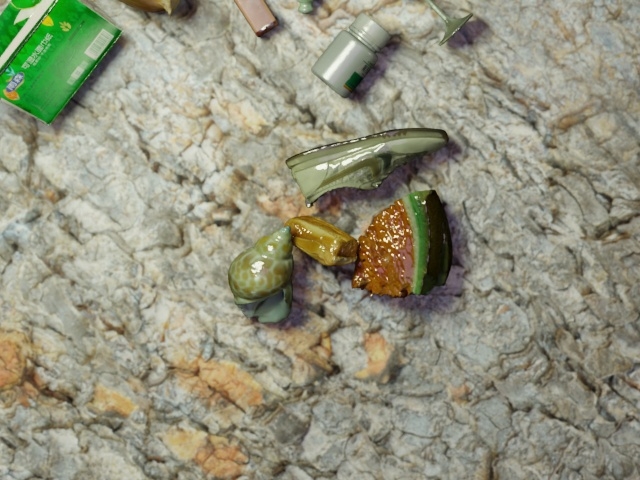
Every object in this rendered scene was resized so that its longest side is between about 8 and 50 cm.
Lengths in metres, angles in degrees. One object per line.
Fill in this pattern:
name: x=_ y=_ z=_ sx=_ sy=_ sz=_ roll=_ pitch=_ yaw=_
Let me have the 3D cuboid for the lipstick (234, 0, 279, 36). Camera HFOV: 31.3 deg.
lipstick: x=-0.126 y=-0.412 z=1.907 sx=0.045 sy=0.045 sz=0.145 roll=-32 pitch=97 yaw=7

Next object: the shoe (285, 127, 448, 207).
shoe: x=0.083 y=-0.131 z=1.919 sx=0.275 sy=0.103 sz=0.098 roll=-14 pitch=99 yaw=9

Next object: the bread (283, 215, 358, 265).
bread: x=0.000 y=0.000 z=1.923 sx=0.132 sy=0.074 sz=0.053 roll=28 pitch=112 yaw=33

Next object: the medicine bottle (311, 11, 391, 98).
medicine bottle: x=0.053 y=-0.309 z=1.901 sx=0.080 sy=0.080 sz=0.130 roll=40 pitch=97 yaw=-4

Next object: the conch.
conch: x=-0.099 y=0.065 z=1.938 sx=0.116 sy=0.106 sz=0.173 roll=9 pitch=137 yaw=27

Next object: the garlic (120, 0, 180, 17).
garlic: x=-0.341 y=-0.450 z=1.855 sx=0.267 sy=0.148 sz=0.128 roll=18 pitch=67 yaw=-2

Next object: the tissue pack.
tissue pack: x=-0.466 y=-0.331 z=1.882 sx=0.209 sy=0.148 sz=0.156 roll=-50 pitch=54 yaw=8

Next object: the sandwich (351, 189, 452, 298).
sandwich: x=0.138 y=0.003 z=1.939 sx=0.160 sy=0.109 sz=0.184 roll=0 pitch=100 yaw=21

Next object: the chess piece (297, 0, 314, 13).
chess piece: x=-0.022 y=-0.507 z=1.865 sx=0.139 sy=0.139 sz=0.271 roll=0 pitch=109 yaw=1

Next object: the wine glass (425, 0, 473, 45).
wine glass: x=0.159 y=-0.418 z=1.886 sx=0.079 sy=0.079 sz=0.195 roll=-44 pitch=96 yaw=6
